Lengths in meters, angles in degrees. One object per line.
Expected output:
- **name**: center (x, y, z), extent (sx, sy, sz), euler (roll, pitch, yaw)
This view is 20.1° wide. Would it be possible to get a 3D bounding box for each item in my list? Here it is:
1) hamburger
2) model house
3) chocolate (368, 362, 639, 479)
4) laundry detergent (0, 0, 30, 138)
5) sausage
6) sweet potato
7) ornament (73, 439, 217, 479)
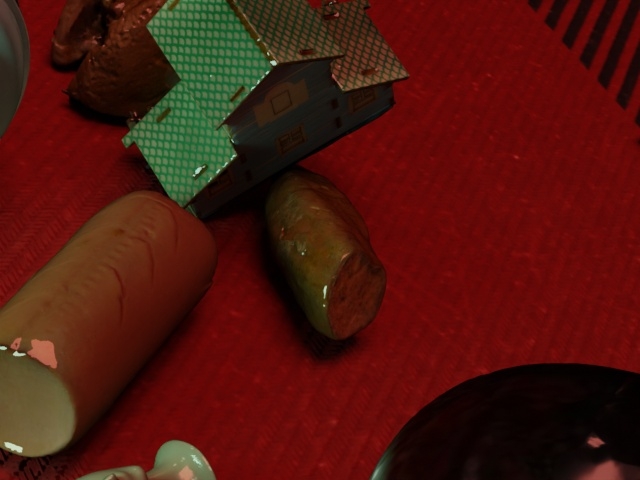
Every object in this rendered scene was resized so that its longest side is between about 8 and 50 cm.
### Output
- **hamburger**: center (-0.126, -0.234, 1.859), extent (0.288, 0.192, 0.167), euler (0, 30, -26)
- **model house**: center (-0.069, -0.167, 1.667), extent (0.271, 0.206, 0.178), euler (-28, 68, -5)
- **chocolate**: center (0.181, 0.263, 1.223), extent (0.384, 0.331, 0.383), euler (15, 35, -11)
- **laundry detergent**: center (-0.418, -0.192, 1.567), extent (0.287, 0.287, 0.305), euler (-6, 42, -31)
- **sausage**: center (-0.183, 0.058, 1.494), extent (0.121, 0.121, 0.304), euler (25, 34, 8)
- **sweet potato**: center (0.000, 0.000, 1.681), extent (0.097, 0.097, 0.251), euler (6, 29, -18)
- **ornament**: center (-0.152, 0.202, 1.355), extent (0.075, 0.081, 0.156), euler (36, 34, 29)
